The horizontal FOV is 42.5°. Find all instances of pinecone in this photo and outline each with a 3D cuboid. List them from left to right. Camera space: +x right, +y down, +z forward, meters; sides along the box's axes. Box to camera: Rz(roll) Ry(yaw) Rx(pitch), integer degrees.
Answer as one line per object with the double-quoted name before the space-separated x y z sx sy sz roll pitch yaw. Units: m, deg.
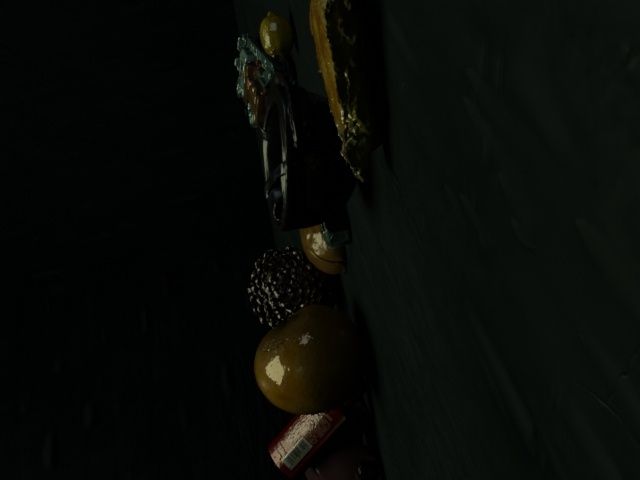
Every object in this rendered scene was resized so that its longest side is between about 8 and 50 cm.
"pinecone" -0.054 0.141 2.194 0.292 0.246 0.246 35 -141 -70

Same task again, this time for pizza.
"pizza" 0.044 -0.229 1.190 0.280 0.075 0.287 -110 7 -74

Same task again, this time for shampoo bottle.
"shampoo bottle" -0.004 0.453 2.047 0.076 0.314 0.118 11 -147 -53

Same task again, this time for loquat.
"loquat" -0.024 0.276 1.887 0.263 0.263 0.263 167 90 -84

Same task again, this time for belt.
"belt" 0.023 -0.051 1.763 0.105 0.058 0.140 92 164 -79

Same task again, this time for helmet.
"helmet" -0.013 -0.150 1.431 0.230 0.161 0.278 -114 28 -60
"helmet" 0.051 0.582 2.178 0.271 0.197 0.338 123 135 -78

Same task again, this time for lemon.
"lemon" -0.102 -0.482 1.923 0.082 0.082 0.110 -148 50 -81

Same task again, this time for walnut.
"walnut" -0.002 0.000 1.966 0.211 0.087 0.167 -112 7 -57

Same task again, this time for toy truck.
"toy truck" -0.146 -0.440 2.204 0.338 0.133 0.184 -116 24 -53

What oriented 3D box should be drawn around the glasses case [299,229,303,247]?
"glasses case" -0.035 -0.101 2.172 0.114 0.060 0.299 -110 9 -48
